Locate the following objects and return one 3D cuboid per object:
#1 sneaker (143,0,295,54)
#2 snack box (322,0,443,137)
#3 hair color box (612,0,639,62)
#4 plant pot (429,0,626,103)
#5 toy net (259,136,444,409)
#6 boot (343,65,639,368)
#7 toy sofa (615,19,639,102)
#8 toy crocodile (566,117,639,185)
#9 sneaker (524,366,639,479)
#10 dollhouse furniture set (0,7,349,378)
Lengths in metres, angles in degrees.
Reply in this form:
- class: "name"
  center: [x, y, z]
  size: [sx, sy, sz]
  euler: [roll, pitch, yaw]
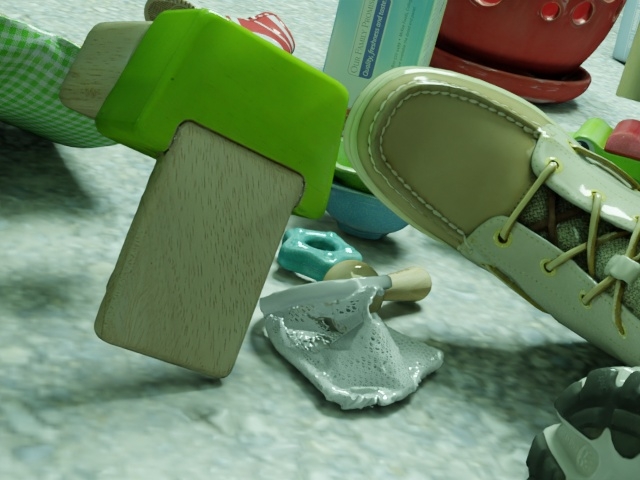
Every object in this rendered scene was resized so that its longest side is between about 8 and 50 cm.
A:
- class: "sneaker"
  center: [-0.076, -0.165, 0.910]
  size: [0.118, 0.042, 0.067]
  euler: [25, 26, 6]
- class: "snack box"
  center: [0.058, -0.170, 0.809]
  size: [0.060, 0.187, 0.322]
  euler: [16, 21, 4]
- class: "hair color box"
  center: [0.490, -0.197, 1.197]
  size: [0.185, 0.113, 0.374]
  euler: [5, 17, -21]
- class: "plant pot"
  center: [0.176, -0.224, 1.033]
  size: [0.191, 0.174, 0.191]
  euler: [13, 21, -5]
- class: "toy net"
  center: [0.000, 0.000, 0.544]
  size: [0.122, 0.045, 0.232]
  euler: [13, 22, -5]
- class: "boot"
  center: [0.117, 0.006, 0.472]
  size: [0.213, 0.077, 0.165]
  euler: [32, 7, -19]
- class: "toy sofa"
  center: [0.262, -0.137, 0.686]
  size: [0.177, 0.150, 0.362]
  euler: [15, 11, -1]
- class: "toy crocodile"
  center: [0.231, -0.004, 0.616]
  size: [0.340, 0.105, 0.115]
  euler: [21, 22, 19]
- class: "sneaker"
  center: [0.174, 0.117, 0.295]
  size: [0.118, 0.107, 0.279]
  euler: [11, 22, -34]
- class: "dollhouse furniture set"
  center: [-0.163, -0.038, 0.515]
  size: [0.197, 0.151, 0.301]
  euler: [24, -6, -38]
